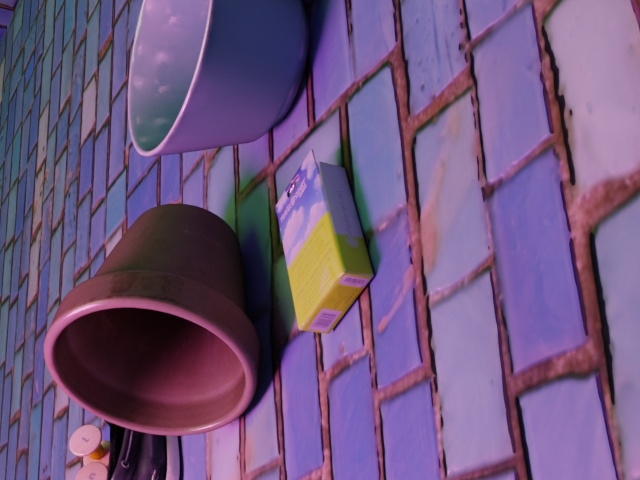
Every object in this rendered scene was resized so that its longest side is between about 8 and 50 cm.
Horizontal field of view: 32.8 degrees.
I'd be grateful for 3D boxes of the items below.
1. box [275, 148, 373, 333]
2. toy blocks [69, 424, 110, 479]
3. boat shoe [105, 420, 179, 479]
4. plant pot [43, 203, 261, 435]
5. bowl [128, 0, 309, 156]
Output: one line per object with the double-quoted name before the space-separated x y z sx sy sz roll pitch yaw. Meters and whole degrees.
"box" 0.000 0.000 1.202 0.109 0.042 0.178 -55 36 40
"toy blocks" -0.323 0.366 1.655 0.148 0.054 0.123 67 -179 -48
"boat shoe" -0.290 0.244 1.627 0.127 0.113 0.340 -56 35 42
"plant pot" -0.193 0.079 1.376 0.263 0.263 0.229 -53 20 43
"bowl" -0.125 -0.246 1.402 0.311 0.163 0.312 -30 56 57
